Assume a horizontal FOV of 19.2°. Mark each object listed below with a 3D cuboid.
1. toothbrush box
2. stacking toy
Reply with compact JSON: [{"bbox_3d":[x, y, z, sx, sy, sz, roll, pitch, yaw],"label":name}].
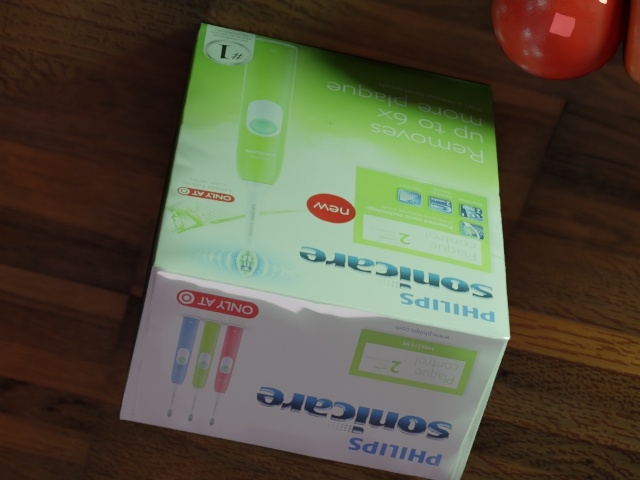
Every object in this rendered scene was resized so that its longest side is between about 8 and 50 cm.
[{"bbox_3d":[0.000,0.000,1.180,0.206,0.283,0.122,12,126,-5],"label":"toothbrush box"},{"bbox_3d":[0.270,-0.133,1.169,0.330,0.141,0.141,4,126,5],"label":"stacking toy"}]
